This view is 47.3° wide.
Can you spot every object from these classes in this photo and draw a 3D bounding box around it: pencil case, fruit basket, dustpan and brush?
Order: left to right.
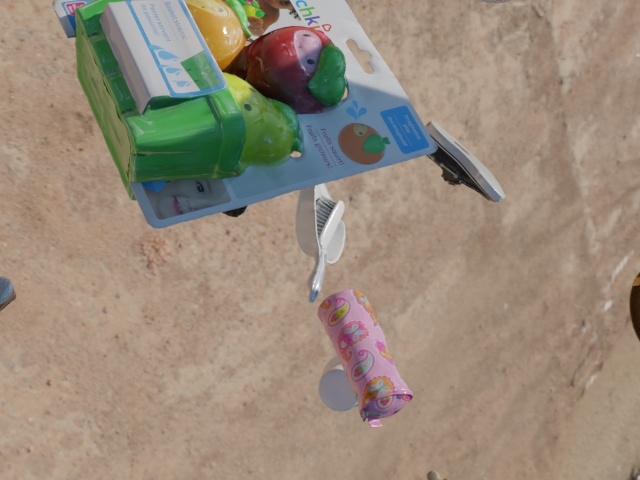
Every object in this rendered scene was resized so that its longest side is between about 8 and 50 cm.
[{"bbox_3d":[-0.081,-0.194,0.826,0.353,0.326,0.165,-19,158,-19],"label":"fruit basket"},{"bbox_3d":[0.000,0.000,1.065,0.211,0.060,0.147,-67,148,-32],"label":"dustpan and brush"},{"bbox_3d":[0.088,0.240,1.527,0.124,0.284,0.124,-16,144,-12],"label":"pencil case"}]

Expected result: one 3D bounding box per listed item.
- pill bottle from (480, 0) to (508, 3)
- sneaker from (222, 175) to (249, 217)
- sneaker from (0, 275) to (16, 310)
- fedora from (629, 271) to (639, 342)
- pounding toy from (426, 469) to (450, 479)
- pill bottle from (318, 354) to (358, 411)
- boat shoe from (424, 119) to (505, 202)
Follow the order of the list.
[{"bbox_3d":[0.265,-0.461,1.031,0.124,0.124,0.221,32,79,-46],"label":"pill bottle"},{"bbox_3d":[-0.107,-0.112,1.059,0.075,0.057,0.161,-46,149,-61],"label":"sneaker"},{"bbox_3d":[-0.545,0.115,1.137,0.158,0.061,0.065,-26,160,-12],"label":"sneaker"},{"bbox_3d":[0.515,0.089,0.980,0.194,0.194,0.079,-62,156,-14],"label":"fedora"},{"bbox_3d":[0.125,0.307,0.683,0.094,0.206,0.181,-39,103,-1],"label":"pounding toy"},{"bbox_3d":[0.075,0.334,1.784,0.229,0.131,0.131,-16,115,-73],"label":"pill bottle"},{"bbox_3d":[0.282,-0.148,1.493,0.070,0.219,0.078,-48,166,24],"label":"boat shoe"}]
